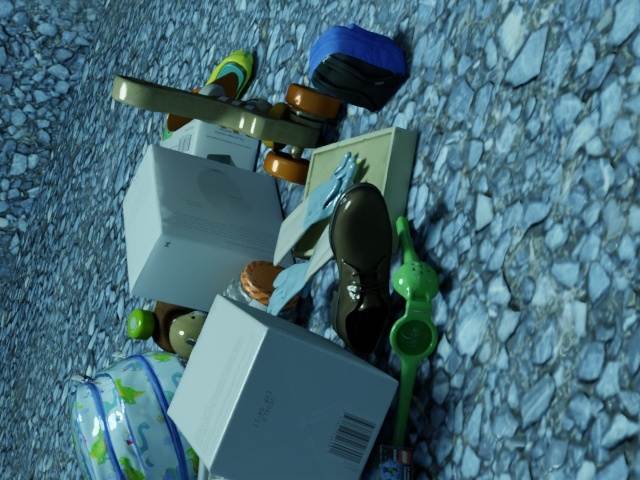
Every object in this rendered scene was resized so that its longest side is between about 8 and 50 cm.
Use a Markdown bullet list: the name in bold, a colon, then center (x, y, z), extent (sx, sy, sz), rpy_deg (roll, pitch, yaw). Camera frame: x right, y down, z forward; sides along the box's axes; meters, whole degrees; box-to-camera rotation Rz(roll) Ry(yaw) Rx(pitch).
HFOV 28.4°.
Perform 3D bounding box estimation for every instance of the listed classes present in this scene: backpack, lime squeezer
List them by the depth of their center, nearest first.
- **lime squeezer**: center (0.101, 0.095, 1.515), extent (0.110, 0.059, 0.310), rpy_deg (-37, 46, 55)
- **backpack**: center (0.043, -0.246, 1.756), extent (0.098, 0.120, 0.101), rpy_deg (-53, 32, 44)
- **backpack**: center (-0.269, 0.304, 1.937), extent (0.355, 0.273, 0.290), rpy_deg (-23, 78, 57)

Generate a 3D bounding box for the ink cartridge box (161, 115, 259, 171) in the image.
- **ink cartridge box**: center (-0.214, -0.097, 2.246), extent (0.211, 0.121, 0.289), rpy_deg (-6, 72, 65)

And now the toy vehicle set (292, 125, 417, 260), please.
- **toy vehicle set**: center (0.043, -0.059, 1.755), extent (0.267, 0.035, 0.166), rpy_deg (-6, 71, 65)

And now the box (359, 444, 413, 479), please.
- **box**: center (0.037, 0.339, 1.513), extent (0.233, 0.044, 0.159), rpy_deg (148, 129, -61)

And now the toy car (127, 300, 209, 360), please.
- **toy car**: center (-0.202, 0.137, 2.069), extent (0.188, 0.155, 0.149), rpy_deg (32, 107, 56)

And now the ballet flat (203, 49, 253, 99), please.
- **ballet flat**: center (-0.189, -0.274, 2.373), extent (0.231, 0.077, 0.077), rpy_deg (-48, 15, 43)

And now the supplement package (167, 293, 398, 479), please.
- **supplement package**: center (-0.055, 0.192, 1.545), extent (0.177, 0.175, 0.293), rpy_deg (-67, 17, -1)

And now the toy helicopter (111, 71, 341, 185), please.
- **toy helicopter**: center (-0.161, -0.202, 1.894), extent (0.235, 0.355, 0.140), rpy_deg (32, 107, 48)

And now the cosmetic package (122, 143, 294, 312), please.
- **cosmetic package**: center (-0.181, -0.009, 1.994), extent (0.138, 0.224, 0.225), rpy_deg (-60, 28, 31)

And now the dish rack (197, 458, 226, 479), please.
- **dish rack**: center (-0.104, 0.431, 1.691), extent (0.285, 0.072, 0.333), rpy_deg (-151, 64, -67)

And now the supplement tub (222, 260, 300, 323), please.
- **supplement tub**: center (-0.107, 0.130, 1.884), extent (0.190, 0.117, 0.117), rpy_deg (-62, 27, 30)

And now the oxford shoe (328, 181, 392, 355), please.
- **oxford shoe**: center (0.059, 0.039, 1.565), extent (0.096, 0.082, 0.227), rpy_deg (-120, 24, -63)

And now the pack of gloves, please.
- **pack of gloves**: center (0.000, 0.000, 1.743), extent (0.232, 0.046, 0.195), rpy_deg (-46, 24, 47)
